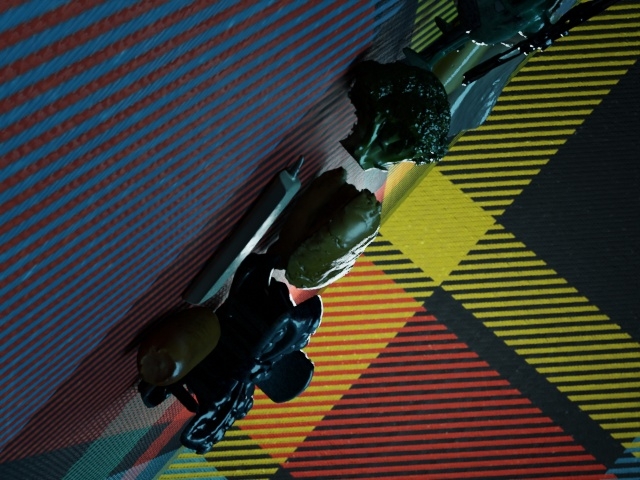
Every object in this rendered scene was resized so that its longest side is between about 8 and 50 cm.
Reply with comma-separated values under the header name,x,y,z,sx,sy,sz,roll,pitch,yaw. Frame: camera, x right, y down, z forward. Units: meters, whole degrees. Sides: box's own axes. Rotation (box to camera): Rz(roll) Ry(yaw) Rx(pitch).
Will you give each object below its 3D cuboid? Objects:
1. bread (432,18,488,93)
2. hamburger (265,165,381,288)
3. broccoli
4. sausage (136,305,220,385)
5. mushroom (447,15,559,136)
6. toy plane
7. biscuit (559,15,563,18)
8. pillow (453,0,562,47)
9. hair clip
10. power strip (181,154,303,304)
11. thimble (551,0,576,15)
name,x,y,z,sx,sy,sz,roll,pitch,yaw
bread,0.228,-0.306,1.776,0.178,0.060,0.139,-52,174,24
hamburger,0.000,0.000,1.766,0.131,0.124,0.262,-44,172,-33
broccoli,0.090,-0.144,1.385,0.138,0.146,0.162,-41,169,0
sausage,-0.183,0.135,1.527,0.076,0.076,0.197,-50,176,17
mushroom,0.292,-0.313,1.898,0.329,0.122,0.159,-53,-169,28
toy plane,0.210,-0.277,1.414,0.381,0.155,0.106,-30,-169,48
biscuit,0.459,-0.481,2.259,0.168,0.082,0.070,-45,171,-32
pillow,0.270,-0.345,1.487,0.211,0.135,0.034,-54,-165,37
hair clip,-0.125,0.164,1.751,0.310,0.194,0.206,-48,163,11
power strip,-0.093,-0.009,1.478,0.253,0.027,0.060,-50,174,19
thimble,0.310,-0.378,1.573,0.151,0.127,0.118,-30,160,-53
